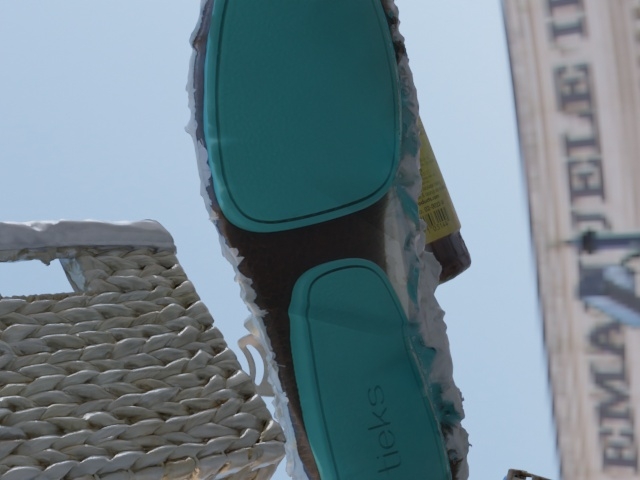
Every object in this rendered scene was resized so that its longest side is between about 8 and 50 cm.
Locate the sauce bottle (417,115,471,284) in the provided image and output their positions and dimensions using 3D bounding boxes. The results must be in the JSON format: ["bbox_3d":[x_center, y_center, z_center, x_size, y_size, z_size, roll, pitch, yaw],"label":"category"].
[{"bbox_3d":[0.017,-0.120,1.357,0.111,0.111,0.344,-20,-88,-42],"label":"sauce bottle"}]

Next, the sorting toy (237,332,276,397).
[{"bbox_3d":[-0.034,0.106,1.483,0.045,0.075,0.083,-40,-61,-68],"label":"sorting toy"}]

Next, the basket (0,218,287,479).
[{"bbox_3d":[-0.262,0.187,1.387,0.328,0.331,0.266,-3,-131,-45],"label":"basket"}]

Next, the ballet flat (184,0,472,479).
[{"bbox_3d":[0.000,0.000,1.069,0.147,0.147,0.409,-11,-86,-43],"label":"ballet flat"}]

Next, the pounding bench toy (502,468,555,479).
[{"bbox_3d":[0.232,0.278,1.817,0.083,0.065,0.052,21,-97,-64],"label":"pounding bench toy"}]
